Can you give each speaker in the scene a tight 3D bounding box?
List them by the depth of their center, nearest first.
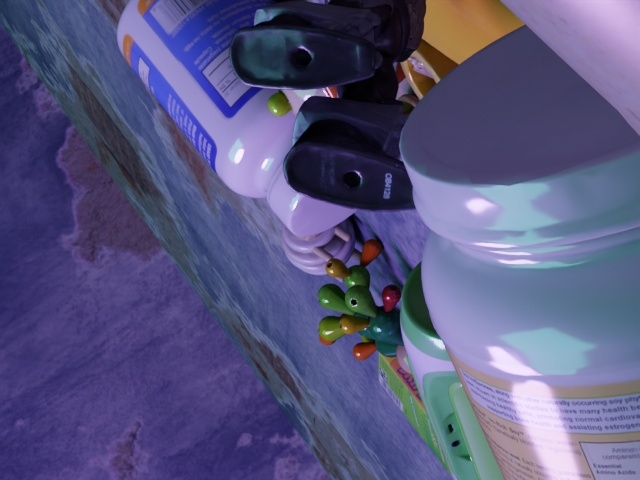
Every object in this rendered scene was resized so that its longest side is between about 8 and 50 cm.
[{"bbox_3d":[0.157,0.135,1.508,0.131,0.131,0.296,46,164,41],"label":"speaker"}]

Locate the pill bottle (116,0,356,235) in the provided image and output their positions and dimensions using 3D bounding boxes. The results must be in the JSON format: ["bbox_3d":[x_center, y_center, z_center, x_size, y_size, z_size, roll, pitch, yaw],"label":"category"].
[{"bbox_3d":[-0.061,-0.137,1.582,0.272,0.152,0.152,51,167,23],"label":"pill bottle"}]

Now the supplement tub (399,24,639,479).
[{"bbox_3d":[0.194,0.057,0.842,0.241,0.241,0.331,33,151,62],"label":"supplement tub"}]

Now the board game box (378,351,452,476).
[{"bbox_3d":[0.158,0.246,2.040,0.259,0.039,0.124,55,169,19],"label":"board game box"}]

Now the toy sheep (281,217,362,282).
[{"bbox_3d":[0.000,0.000,1.885,0.091,0.091,0.132,49,172,28],"label":"toy sheep"}]

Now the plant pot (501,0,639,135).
[{"bbox_3d":[0.098,-0.195,0.468,0.305,0.334,0.334,48,171,-18],"label":"plant pot"}]

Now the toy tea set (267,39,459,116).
[{"bbox_3d":[0.067,-0.079,1.289,0.200,0.124,0.336,60,168,-20],"label":"toy tea set"}]

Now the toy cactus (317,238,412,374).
[{"bbox_3d":[0.080,0.096,1.845,0.180,0.112,0.219,33,161,12],"label":"toy cactus"}]

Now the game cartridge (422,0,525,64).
[{"bbox_3d":[0.055,-0.244,1.089,0.324,0.053,0.285,42,162,42],"label":"game cartridge"}]

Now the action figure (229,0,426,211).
[{"bbox_3d":[0.032,-0.117,0.982,0.285,0.099,0.185,-66,-29,-62],"label":"action figure"}]
